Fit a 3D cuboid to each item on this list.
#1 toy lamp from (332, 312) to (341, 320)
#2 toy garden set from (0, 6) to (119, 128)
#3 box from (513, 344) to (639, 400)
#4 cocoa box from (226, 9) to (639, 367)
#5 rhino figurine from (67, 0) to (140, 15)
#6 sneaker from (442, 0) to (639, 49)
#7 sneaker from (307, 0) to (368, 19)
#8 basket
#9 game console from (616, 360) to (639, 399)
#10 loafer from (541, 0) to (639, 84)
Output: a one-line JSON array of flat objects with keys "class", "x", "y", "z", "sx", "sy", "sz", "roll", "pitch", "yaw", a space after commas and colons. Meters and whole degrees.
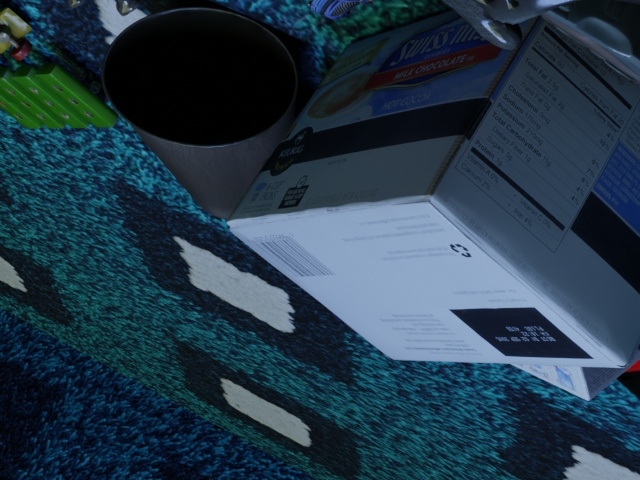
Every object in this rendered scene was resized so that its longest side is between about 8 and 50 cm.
[{"class": "toy lamp", "x": 0.000, "y": 0.000, "z": 1.613, "sx": 0.080, "sy": 0.080, "sz": 0.274, "roll": 20, "pitch": 158, "yaw": 28}, {"class": "toy garden set", "x": -0.382, "y": -0.222, "z": 1.896, "sx": 0.204, "sy": 0.049, "sz": 0.244, "roll": 41, "pitch": 159, "yaw": -32}, {"class": "box", "x": 0.223, "y": 0.059, "z": 1.489, "sx": 0.203, "sy": 0.114, "sz": 0.103, "roll": 25, "pitch": 142, "yaw": 51}, {"class": "cocoa box", "x": 0.130, "y": -0.046, "z": 1.288, "sx": 0.231, "sy": 0.228, "sz": 0.347, "roll": 39, "pitch": 160, "yaw": -22}, {"class": "rhino figurine", "x": -0.263, "y": -0.291, "z": 1.508, "sx": 0.243, "sy": 0.073, "sz": 0.106, "roll": 14, "pitch": 158, "yaw": 44}, {"class": "sneaker", "x": 0.064, "y": -0.217, "z": 0.905, "sx": 0.483, "sy": 0.185, "sz": 0.202, "roll": 18, "pitch": 138, "yaw": 21}, {"class": "sneaker", "x": 0.053, "y": -0.221, "z": 1.203, "sx": 0.087, "sy": 0.083, "sz": 0.221, "roll": 27, "pitch": 165, "yaw": -12}, {"class": "basket", "x": -0.107, "y": -0.122, "z": 1.581, "sx": 0.204, "sy": 0.154, "sz": 0.227, "roll": 14, "pitch": 161, "yaw": 13}, {"class": "game console", "x": 0.408, "y": 0.102, "z": 1.522, "sx": 0.342, "sy": 0.060, "sz": 0.386, "roll": 42, "pitch": 158, "yaw": -12}, {"class": "loafer", "x": 0.178, "y": -0.189, "z": 1.080, "sx": 0.267, "sy": 0.096, "sz": 0.084, "roll": 37, "pitch": 166, "yaw": -21}]
